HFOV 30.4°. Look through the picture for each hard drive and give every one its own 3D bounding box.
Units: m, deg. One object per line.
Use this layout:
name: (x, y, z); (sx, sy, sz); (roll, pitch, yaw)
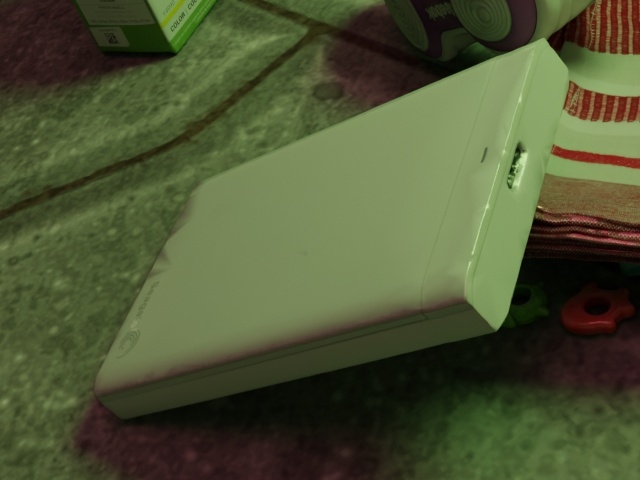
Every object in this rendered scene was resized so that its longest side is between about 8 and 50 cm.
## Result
hard drive: (0.000, 0.000, 0.738); (0.307, 0.040, 0.203); (-18, 37, 41)

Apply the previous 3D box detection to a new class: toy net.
toy net: (0.213, -0.002, 0.718); (0.232, 0.045, 0.122); (-3, 45, 22)

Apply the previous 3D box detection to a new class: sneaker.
sneaker: (0.137, -0.208, 0.882); (0.152, 0.114, 0.305); (-32, 23, -9)

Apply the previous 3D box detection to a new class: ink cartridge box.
ink cartridge box: (-0.176, -0.327, 1.075); (0.097, 0.255, 0.189); (7, 51, 30)

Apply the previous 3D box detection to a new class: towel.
towel: (0.253, -0.096, 0.756); (0.237, 0.037, 0.329); (3, 39, 21)
